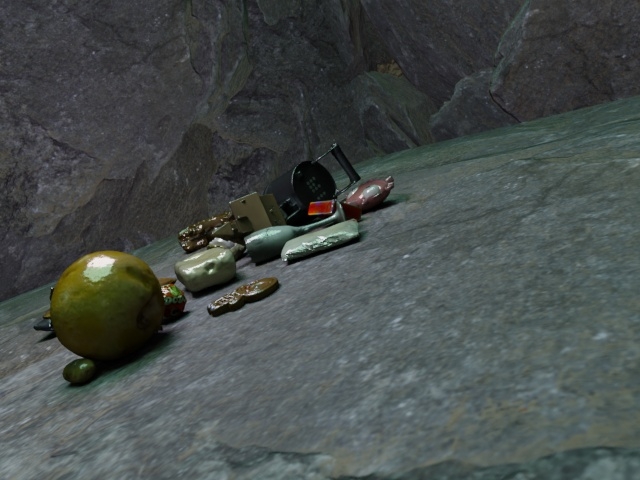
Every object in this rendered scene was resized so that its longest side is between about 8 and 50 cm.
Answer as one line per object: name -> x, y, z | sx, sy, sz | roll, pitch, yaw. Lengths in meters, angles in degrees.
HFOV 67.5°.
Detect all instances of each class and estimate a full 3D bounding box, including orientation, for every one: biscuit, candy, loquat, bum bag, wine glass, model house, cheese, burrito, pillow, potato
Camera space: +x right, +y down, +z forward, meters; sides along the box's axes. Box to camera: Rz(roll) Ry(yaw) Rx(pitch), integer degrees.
biscuit -> -0.487, -0.058, 2.274 | 0.366, 0.115, 0.268 | -17, 11, 2
candy -> -0.438, 0.180, 1.215 | 0.287, 0.084, 0.078 | -23, 3, 37
loquat -> -0.455, 0.135, 1.010 | 0.243, 0.244, 0.244 | -19, 11, 4
bum bag -> -0.798, 0.224, 1.544 | 0.137, 0.074, 0.310 | -7, 17, -6
wine glass -> -0.102, -0.101, 1.442 | 0.309, 0.264, 0.096 | -20, 2, -2
model house -> -0.256, -0.035, 1.535 | 0.248, 0.181, 0.176 | -15, -12, -46
cheese -> -0.337, 0.085, 1.392 | 0.159, 0.093, 0.263 | -20, 9, -19
burrito -> -0.299, 0.049, 1.619 | 0.058, 0.045, 0.188 | -42, 1, 30
pillow -> 0.000, 0.000, 1.334 | 0.229, 0.051, 0.128 | -20, 18, 5
biscuit -> -0.176, 0.123, 1.101 | 0.175, 0.026, 0.124 | -24, 12, -25
potato -> -0.468, 0.251, 0.929 | 0.083, 0.040, 0.051 | -14, 39, 39

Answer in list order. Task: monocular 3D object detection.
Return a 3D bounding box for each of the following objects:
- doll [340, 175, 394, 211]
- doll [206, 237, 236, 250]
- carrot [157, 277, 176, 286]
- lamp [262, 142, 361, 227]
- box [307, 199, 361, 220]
doll -> 0.160, -0.157, 1.702 | 0.211, 0.093, 0.262 | -38, 15, -30
doll -> -0.346, 0.014, 1.775 | 0.129, 0.081, 0.207 | 4, 15, 15
carrot -> -0.537, 0.162, 1.370 | 0.263, 0.102, 0.102 | -21, 11, -26
lamp -> -0.076, -0.169, 1.786 | 0.374, 0.205, 0.272 | -41, 13, -20
box -> 0.045, -0.095, 1.595 | 0.112, 0.048, 0.175 | 14, -5, -25
